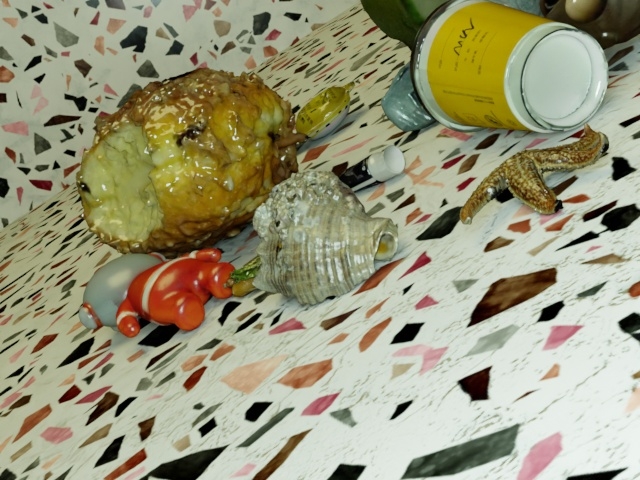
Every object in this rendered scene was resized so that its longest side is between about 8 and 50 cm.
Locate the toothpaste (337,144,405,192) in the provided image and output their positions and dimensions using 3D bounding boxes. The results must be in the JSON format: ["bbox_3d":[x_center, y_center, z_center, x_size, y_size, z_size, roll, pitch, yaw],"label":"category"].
[{"bbox_3d":[0.049,-0.092,1.735,0.193,0.045,0.071,-23,18,49],"label":"toothpaste"}]

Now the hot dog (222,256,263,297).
[{"bbox_3d":[-0.078,0.036,1.588,0.133,0.041,0.056,-31,16,6],"label":"hot dog"}]

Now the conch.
[{"bbox_3d":[0.000,0.000,1.447,0.245,0.163,0.178,14,79,46],"label":"conch"}]

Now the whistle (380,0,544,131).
[{"bbox_3d":[0.241,-0.298,1.782,0.348,0.189,0.189,-42,14,12],"label":"whistle"}]

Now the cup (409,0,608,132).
[{"bbox_3d":[0.252,-0.231,1.528,0.196,0.196,0.280,-36,24,-12],"label":"cup"}]

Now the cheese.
[{"bbox_3d":[-0.025,-0.221,2.210,0.250,0.064,0.156,-39,14,10],"label":"cheese"}]

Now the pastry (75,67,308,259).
[{"bbox_3d":[-0.206,-0.134,1.883,0.337,0.292,0.405,-19,-7,-38],"label":"pastry"}]

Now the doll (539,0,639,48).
[{"bbox_3d":[0.369,-0.432,1.566,0.318,0.339,0.209,-11,7,-36],"label":"doll"}]

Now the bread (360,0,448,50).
[{"bbox_3d":[0.225,-0.527,2.099,0.382,0.366,0.129,-17,4,-35],"label":"bread"}]

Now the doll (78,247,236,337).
[{"bbox_3d":[-0.262,0.081,1.714,0.336,0.105,0.200,0,36,48],"label":"doll"}]

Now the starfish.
[{"bbox_3d":[0.238,-0.080,1.320,0.213,0.057,0.238,-27,16,-8],"label":"starfish"}]
